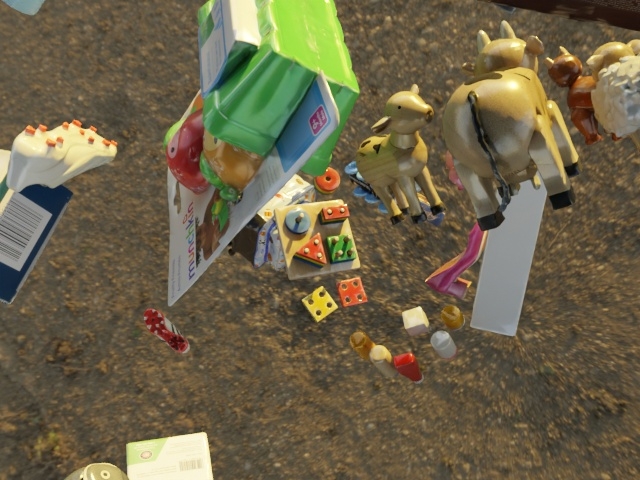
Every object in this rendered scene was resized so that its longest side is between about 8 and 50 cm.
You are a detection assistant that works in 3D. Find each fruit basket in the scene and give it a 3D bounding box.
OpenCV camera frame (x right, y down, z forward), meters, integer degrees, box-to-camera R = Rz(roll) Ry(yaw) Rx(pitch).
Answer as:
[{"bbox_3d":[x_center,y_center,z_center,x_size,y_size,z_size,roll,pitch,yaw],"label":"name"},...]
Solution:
[{"bbox_3d":[-0.119,-0.143,0.748,0.353,0.165,0.327,-38,45,33],"label":"fruit basket"}]

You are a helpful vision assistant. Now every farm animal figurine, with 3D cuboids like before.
[{"bbox_3d":[0.177,-0.130,0.649,0.330,0.327,0.172,-23,101,15],"label":"farm animal figurine"}]

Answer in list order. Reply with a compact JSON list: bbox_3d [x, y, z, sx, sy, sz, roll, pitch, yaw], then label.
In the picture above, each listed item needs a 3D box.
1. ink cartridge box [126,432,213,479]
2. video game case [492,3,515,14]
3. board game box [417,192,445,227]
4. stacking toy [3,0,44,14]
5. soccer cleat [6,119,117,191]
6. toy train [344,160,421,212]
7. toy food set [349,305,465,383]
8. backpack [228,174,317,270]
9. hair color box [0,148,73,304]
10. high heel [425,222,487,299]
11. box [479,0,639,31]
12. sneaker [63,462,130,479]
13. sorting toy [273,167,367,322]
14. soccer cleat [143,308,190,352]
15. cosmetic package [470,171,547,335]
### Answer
[{"bbox_3d":[-0.367,0.636,1.502,0.201,0.117,0.278,-3,43,-18],"label":"ink cartridge box"},{"bbox_3d":[0.322,-0.553,1.253,0.196,0.274,0.026,31,128,-1],"label":"video game case"},{"bbox_3d":[0.225,-0.122,1.669,0.243,0.165,0.042,29,104,5],"label":"board game box"},{"bbox_3d":[-0.192,-0.178,0.354,0.167,0.052,0.221,-41,63,24],"label":"stacking toy"},{"bbox_3d":[-0.326,-0.106,0.771,0.068,0.196,0.076,34,104,1],"label":"soccer cleat"},{"bbox_3d":[0.123,-0.121,1.163,0.105,0.080,0.184,-32,33,-13],"label":"toy train"},{"bbox_3d":[0.186,0.216,1.221,0.232,0.104,0.111,-21,49,15],"label":"toy food set"},{"bbox_3d":[-0.119,-0.067,1.732,0.213,0.276,0.263,34,59,6],"label":"backpack"},{"bbox_3d":[-0.525,-0.043,0.845,0.347,0.105,0.173,12,69,29],"label":"hair color box"},{"bbox_3d":[0.364,0.034,1.623,0.117,0.082,0.244,22,117,19],"label":"high heel"},{"bbox_3d":[0.208,-0.221,0.358,0.167,0.203,0.168,10,106,0],"label":"box"},{"bbox_3d":[-0.156,0.207,0.348,0.086,0.226,0.163,-43,55,0],"label":"sneaker"},{"bbox_3d":[0.000,0.000,1.064,0.132,0.046,0.274,-8,73,-20],"label":"sorting toy"},{"bbox_3d":[-0.211,0.126,0.841,0.083,0.035,0.029,38,75,16],"label":"soccer cleat"},{"bbox_3d":[0.399,-0.029,1.281,0.098,0.284,0.377,11,107,12],"label":"cosmetic package"}]
